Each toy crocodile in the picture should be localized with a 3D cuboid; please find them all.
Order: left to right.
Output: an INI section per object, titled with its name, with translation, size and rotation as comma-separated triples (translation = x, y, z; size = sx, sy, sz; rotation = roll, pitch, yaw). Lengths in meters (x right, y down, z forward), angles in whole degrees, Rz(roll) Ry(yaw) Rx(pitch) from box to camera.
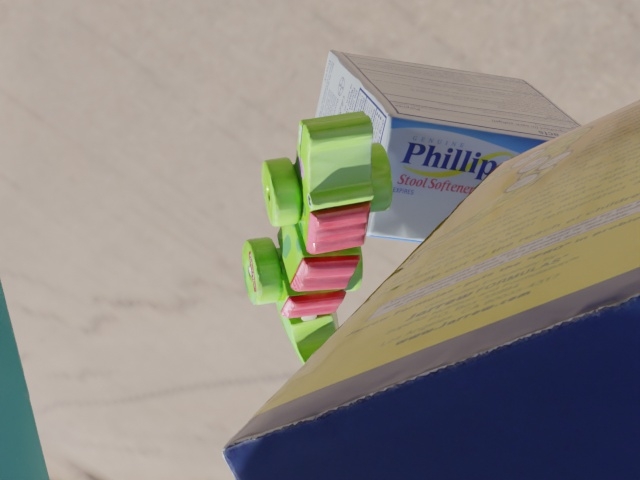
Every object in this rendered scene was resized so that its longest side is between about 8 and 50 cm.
[toy crocodile]
translation = 0.000, 0.000, 1.628
size = 0.340, 0.115, 0.105
rotation = 105, 153, -53

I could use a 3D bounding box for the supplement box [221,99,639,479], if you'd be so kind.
[supplement box]
translation = 0.147, 0.066, 0.741
size = 0.195, 0.356, 0.194
rotation = -24, 99, 30

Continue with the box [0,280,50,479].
[box]
translation = -0.187, 0.070, 0.761
size = 0.100, 0.060, 0.244
rotation = 6, 123, 24

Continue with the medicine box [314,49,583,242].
[medicine box]
translation = 0.151, -0.104, 2.010
size = 0.263, 0.149, 0.289
rotation = 7, -161, -16
